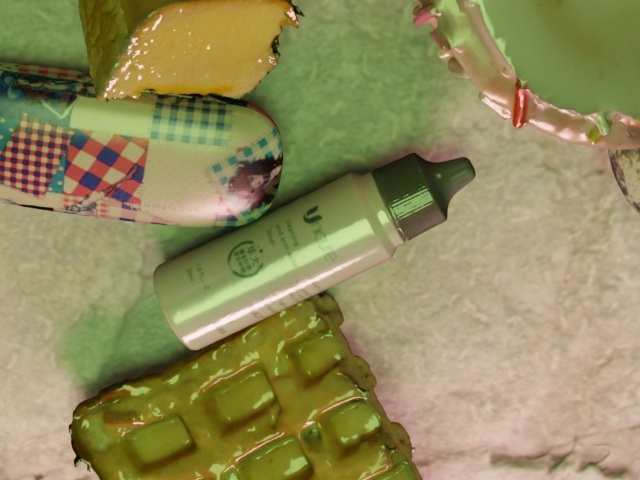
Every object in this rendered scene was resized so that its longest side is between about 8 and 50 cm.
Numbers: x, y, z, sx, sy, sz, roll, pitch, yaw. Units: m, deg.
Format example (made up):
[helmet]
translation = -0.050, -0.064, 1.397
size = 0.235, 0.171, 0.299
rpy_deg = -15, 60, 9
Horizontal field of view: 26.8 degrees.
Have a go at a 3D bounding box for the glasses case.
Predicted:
[glasses case]
translation = -0.196, -0.084, 1.193
size = 0.327, 0.076, 0.125
rpy_deg = 8, 122, -6

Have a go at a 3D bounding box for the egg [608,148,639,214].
[egg]
translation = 0.322, -0.083, 1.196
size = 0.132, 0.132, 0.172
rpy_deg = -6, 131, 0

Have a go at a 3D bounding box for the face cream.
[face cream]
translation = 0.000, 0.000, 1.239
size = 0.311, 0.092, 0.092
rpy_deg = -25, 114, 9

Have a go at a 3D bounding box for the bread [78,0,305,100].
[bread]
translation = -0.110, -0.195, 1.112
size = 0.160, 0.169, 0.140
rpy_deg = 6, 140, -31

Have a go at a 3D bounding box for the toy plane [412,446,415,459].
[toy plane]
translation = 0.022, 0.316, 1.387
size = 0.251, 0.101, 0.255
rpy_deg = 7, 115, 1

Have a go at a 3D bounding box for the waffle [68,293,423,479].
[waffle]
translation = -0.047, 0.255, 1.293
size = 0.304, 0.077, 0.348
rpy_deg = -29, 82, 12

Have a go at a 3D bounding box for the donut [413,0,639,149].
[donut]
translation = 0.227, -0.255, 1.046
size = 0.382, 0.142, 0.383
rpy_deg = -3, 98, -18
